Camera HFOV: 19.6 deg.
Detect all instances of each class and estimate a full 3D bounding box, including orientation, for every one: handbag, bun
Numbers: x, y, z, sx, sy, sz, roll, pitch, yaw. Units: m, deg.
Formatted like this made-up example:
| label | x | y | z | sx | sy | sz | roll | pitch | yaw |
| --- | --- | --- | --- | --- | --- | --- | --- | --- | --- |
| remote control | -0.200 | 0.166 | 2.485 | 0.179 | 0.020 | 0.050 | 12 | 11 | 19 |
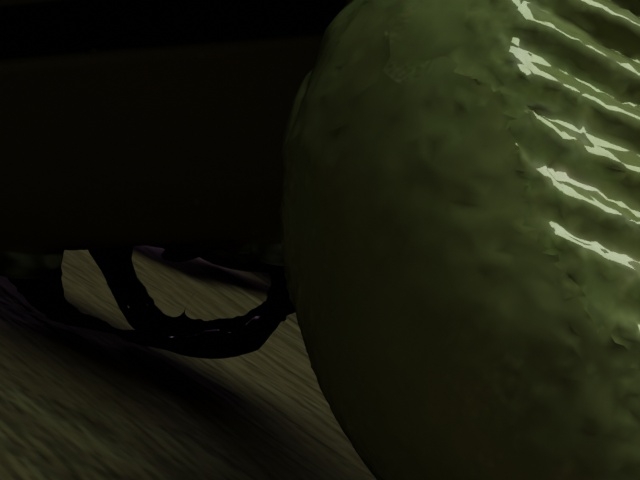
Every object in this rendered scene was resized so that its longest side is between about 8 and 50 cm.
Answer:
| label | x | y | z | sx | sy | sz | roll | pitch | yaw |
| --- | --- | --- | --- | --- | --- | --- | --- | --- | --- |
| handbag | -0.068 | -0.079 | 0.854 | 0.302 | 0.283 | 0.149 | -2 | 14 | 20 |
| bun | 0.149 | 0.007 | 0.687 | 0.365 | 0.365 | 0.219 | 21 | -25 | -11 |

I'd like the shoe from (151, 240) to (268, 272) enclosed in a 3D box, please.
| label | x | y | z | sx | sy | sz | roll | pitch | yaw |
| --- | --- | --- | --- | --- | --- | --- | --- | --- | --- |
| shoe | -0.082 | -0.025 | 1.234 | 0.228 | 0.099 | 0.112 | 18 | 13 | -11 |
